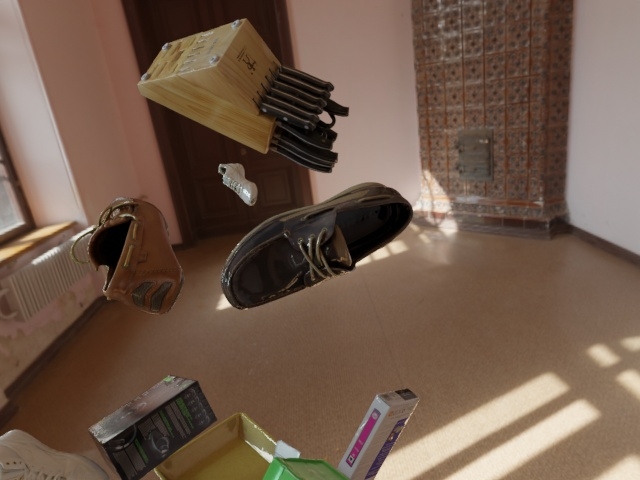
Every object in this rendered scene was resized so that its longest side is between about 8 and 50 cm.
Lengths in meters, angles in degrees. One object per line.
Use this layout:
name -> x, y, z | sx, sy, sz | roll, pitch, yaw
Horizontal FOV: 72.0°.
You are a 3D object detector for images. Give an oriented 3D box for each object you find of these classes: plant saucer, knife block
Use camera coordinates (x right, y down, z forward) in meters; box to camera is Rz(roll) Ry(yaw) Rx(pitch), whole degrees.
plant saucer -> -0.281, 0.717, 1.355 | 0.333, 0.080, 0.333 | -22, 28, -40
knife block -> -0.101, -0.195, 0.668 | 0.276, 0.242, 0.088 | 7, 63, 38

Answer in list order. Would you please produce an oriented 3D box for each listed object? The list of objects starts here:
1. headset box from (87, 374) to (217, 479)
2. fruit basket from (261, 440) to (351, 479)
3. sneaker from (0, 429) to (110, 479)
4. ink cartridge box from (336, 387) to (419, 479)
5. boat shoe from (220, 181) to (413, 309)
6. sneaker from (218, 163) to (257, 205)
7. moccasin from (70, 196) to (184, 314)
headset box -> -0.457, 0.502, 1.218 | 0.283, 0.131, 0.246 | -29, 7, -36
fruit basket -> -0.017, 0.534, 0.659 | 0.166, 0.352, 0.327 | 11, -8, -31
sneaker -> -0.639, 0.538, 0.984 | 0.293, 0.108, 0.169 | 22, -5, 1
ink cartridge box -> 0.163, 0.634, 1.366 | 0.176, 0.370, 0.069 | 13, 15, -48
boat shoe -> 0.000, 0.000, 0.732 | 0.355, 0.132, 0.130 | -32, 17, -16
sneaker -> -0.202, -0.136, 1.066 | 0.061, 0.053, 0.152 | 1, 38, -41
moccasin -> -0.376, 0.009, 0.835 | 0.147, 0.139, 0.380 | 21, 19, -37
